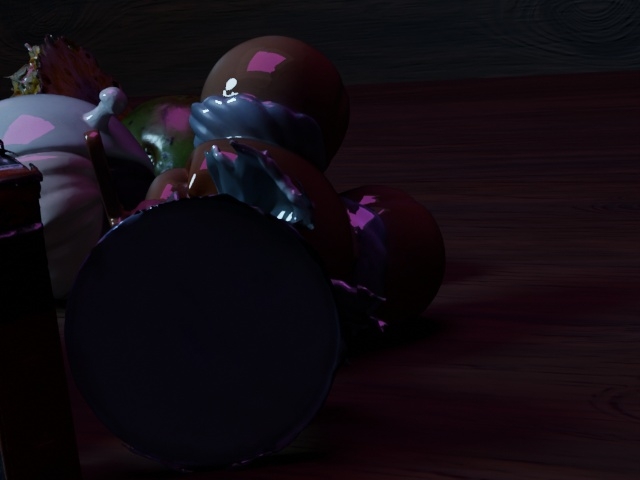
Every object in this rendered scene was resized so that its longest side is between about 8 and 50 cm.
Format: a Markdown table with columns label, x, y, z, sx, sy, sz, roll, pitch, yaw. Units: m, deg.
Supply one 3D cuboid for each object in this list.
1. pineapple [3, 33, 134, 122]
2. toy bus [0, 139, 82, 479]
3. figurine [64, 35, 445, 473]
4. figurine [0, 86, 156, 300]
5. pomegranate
| label | x | y | z | sx | sy | sz | roll | pitch | yaw |
| --- | --- | --- | --- | --- | --- | --- | --- | --- | --- |
| pineapple | -0.396 | -0.097 | 2.066 | 0.272 | 0.262 | 0.262 | -28 | 4 | 19 |
| toy bus | -0.209 | 0.054 | 1.033 | 0.074 | 0.234 | 0.096 | -16 | 20 | -34 |
| figurine | -0.051 | 0.003 | 1.214 | 0.248 | 0.276 | 0.388 | -30 | 7 | 6 |
| figurine | -0.336 | -0.047 | 1.671 | 0.361 | 0.211 | 0.253 | 3 | 15 | 45 |
| pomegranate | -0.150 | -0.078 | 1.861 | 0.182 | 0.181 | 0.224 | -2 | -3 | 23 |
